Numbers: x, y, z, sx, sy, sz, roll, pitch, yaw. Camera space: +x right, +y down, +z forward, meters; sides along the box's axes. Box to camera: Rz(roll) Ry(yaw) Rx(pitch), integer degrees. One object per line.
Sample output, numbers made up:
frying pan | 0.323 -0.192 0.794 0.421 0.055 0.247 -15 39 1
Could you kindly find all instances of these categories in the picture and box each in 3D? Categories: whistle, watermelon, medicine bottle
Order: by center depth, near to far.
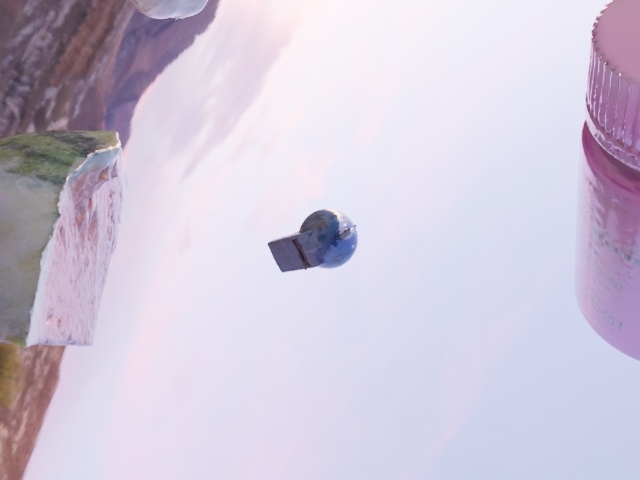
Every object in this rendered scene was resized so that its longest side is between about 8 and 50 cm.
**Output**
watermelon | -0.226 0.006 0.491 0.256 0.176 0.260 -43 179 -22
medicine bottle | 0.296 -0.044 0.523 0.178 0.291 0.178 -10 -135 10
whistle | 0.000 0.000 0.921 0.158 0.090 0.090 -12 -127 59

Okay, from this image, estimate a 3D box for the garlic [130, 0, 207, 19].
garlic | -0.277 -0.427 0.996 0.226 0.199 0.199 5 -114 35
